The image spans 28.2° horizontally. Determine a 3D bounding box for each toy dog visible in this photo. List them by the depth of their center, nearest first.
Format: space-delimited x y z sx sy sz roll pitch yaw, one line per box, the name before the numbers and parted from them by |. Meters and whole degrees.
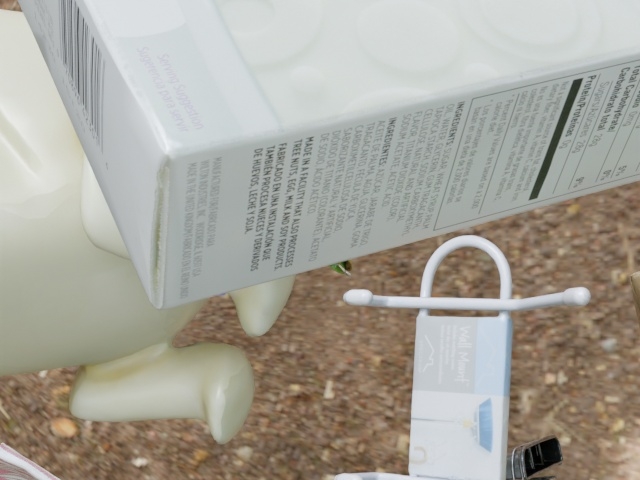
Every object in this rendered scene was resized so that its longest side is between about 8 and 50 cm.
toy dog | -0.154 -0.038 0.805 0.407 0.395 0.285 -19 138 -23

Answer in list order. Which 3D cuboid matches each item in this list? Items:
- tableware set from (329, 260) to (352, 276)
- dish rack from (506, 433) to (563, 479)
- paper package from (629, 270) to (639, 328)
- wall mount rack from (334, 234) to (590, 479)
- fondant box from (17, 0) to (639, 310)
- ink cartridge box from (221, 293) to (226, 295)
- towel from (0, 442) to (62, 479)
tableware set | 0.000 0.000 1.675 0.104 0.154 0.024 36 70 11
dish rack | 0.278 0.401 1.683 0.074 0.208 0.272 -10 83 24
paper package | 0.585 0.114 1.621 0.324 0.309 0.168 -22 54 7
wall mount rack | 0.158 0.161 1.307 0.130 0.304 0.350 11 80 -51
fondant box | 0.041 -0.123 0.578 0.330 0.096 0.238 -14 53 -22
ink cartridge box | -0.225 -0.014 1.367 0.206 0.045 0.208 -8 130 18
towel | -0.294 0.277 1.389 0.144 0.197 0.029 33 71 -3
